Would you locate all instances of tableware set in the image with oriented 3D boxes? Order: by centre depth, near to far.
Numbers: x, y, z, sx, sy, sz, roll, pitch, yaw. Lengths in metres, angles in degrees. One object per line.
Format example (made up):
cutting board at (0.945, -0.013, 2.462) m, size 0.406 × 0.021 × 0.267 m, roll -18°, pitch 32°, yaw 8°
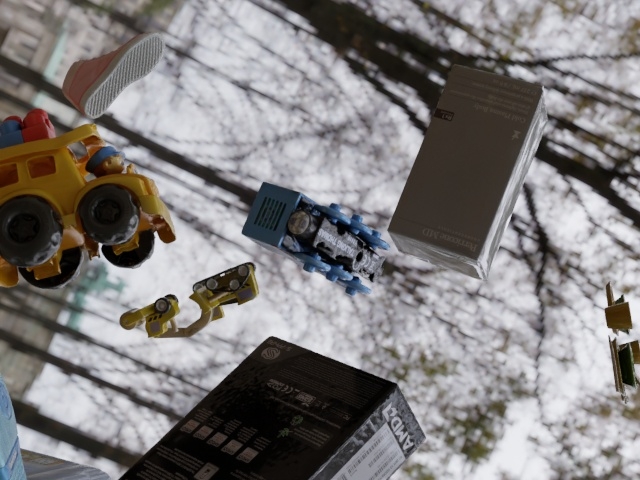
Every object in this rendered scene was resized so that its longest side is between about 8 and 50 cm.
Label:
tableware set at (0.255, 0.081, 1.040) m, size 0.154 × 0.024 × 0.104 m, roll 34°, pitch 49°, yaw -69°

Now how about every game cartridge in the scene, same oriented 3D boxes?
game cartridge at (-0.493, 0.355, 1.902) m, size 0.198 × 0.297 × 0.062 m, roll 19°, pitch 81°, yaw -69°

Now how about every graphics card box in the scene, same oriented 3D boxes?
graphics card box at (-0.094, 0.270, 1.307) m, size 0.371 × 0.094 × 0.233 m, roll -44°, pitch -147°, yaw -24°

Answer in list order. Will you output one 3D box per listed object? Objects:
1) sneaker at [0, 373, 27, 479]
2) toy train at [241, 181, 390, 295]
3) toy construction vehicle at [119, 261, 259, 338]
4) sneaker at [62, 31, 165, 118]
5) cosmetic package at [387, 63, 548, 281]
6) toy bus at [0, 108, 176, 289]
sneaker at (-0.510, 0.306, 1.669) m, size 0.127 × 0.208 × 0.319 m, roll -92°, pitch 173°, yaw -81°
toy train at (0.000, 0.000, 1.346) m, size 0.105 × 0.184 × 0.080 m, roll 21°, pitch -95°, yaw 32°
toy construction vehicle at (-0.082, 0.046, 0.852) m, size 0.098 × 0.035 × 0.086 m, roll -23°, pitch -179°, yaw 6°
sneaker at (-0.251, -0.207, 1.480) m, size 0.070 × 0.051 × 0.134 m, roll 33°, pitch -108°, yaw 36°
cosmetic package at (0.185, -0.083, 1.552) m, size 0.107 × 0.127 × 0.238 m, roll 59°, pitch 50°, yaw -66°
toy bus at (-0.296, -0.065, 1.455) m, size 0.149 × 0.220 × 0.211 m, roll 83°, pitch -7°, yaw -73°
